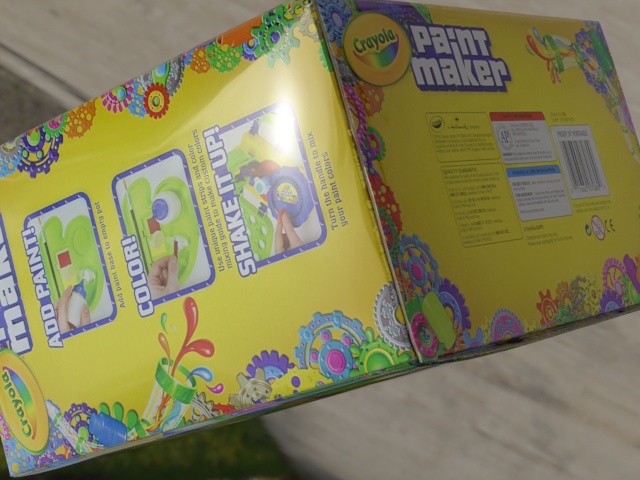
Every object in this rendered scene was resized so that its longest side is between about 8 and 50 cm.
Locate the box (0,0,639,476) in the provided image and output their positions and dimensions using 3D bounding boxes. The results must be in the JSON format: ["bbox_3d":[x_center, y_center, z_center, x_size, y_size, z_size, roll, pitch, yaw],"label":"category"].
[{"bbox_3d":[0.000,0.000,0.817,0.279,0.177,0.290,-20,172,35],"label":"box"}]
